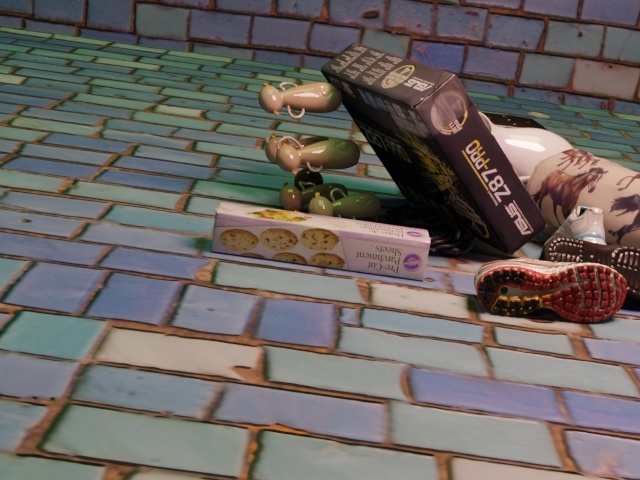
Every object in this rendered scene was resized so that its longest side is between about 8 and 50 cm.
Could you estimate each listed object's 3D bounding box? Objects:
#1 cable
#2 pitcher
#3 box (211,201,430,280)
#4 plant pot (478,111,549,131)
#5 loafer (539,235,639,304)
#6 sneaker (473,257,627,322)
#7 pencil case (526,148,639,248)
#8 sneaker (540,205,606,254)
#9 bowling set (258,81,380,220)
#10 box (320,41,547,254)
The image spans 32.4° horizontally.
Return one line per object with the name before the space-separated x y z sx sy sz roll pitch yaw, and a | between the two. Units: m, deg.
cable | 0.167 -0.017 1.837 0.150 0.047 0.184 -1 21 -12
pitcher | 0.365 -0.133 1.976 0.207 0.125 0.178 18 36 -18
box | 0.000 0.000 1.652 0.324 0.067 0.063 9 18 -1
plant pot | 0.352 -0.155 2.150 0.188 0.167 0.187 5 17 -7
loafer | 0.426 0.048 1.668 0.220 0.080 0.078 18 -23 -10
sneaker | 0.329 0.059 1.578 0.225 0.088 0.093 7 16 -6
pencil case | 0.537 -0.022 1.804 0.183 0.160 0.410 36 -5 -43
sneaker | 0.413 -0.011 1.772 0.071 0.083 0.190 10 -10 -11
bowling set | -0.031 -0.114 1.911 0.154 0.200 0.287 -7 64 -28
box | 0.182 -0.165 1.863 0.097 0.318 0.395 -38 27 -7
